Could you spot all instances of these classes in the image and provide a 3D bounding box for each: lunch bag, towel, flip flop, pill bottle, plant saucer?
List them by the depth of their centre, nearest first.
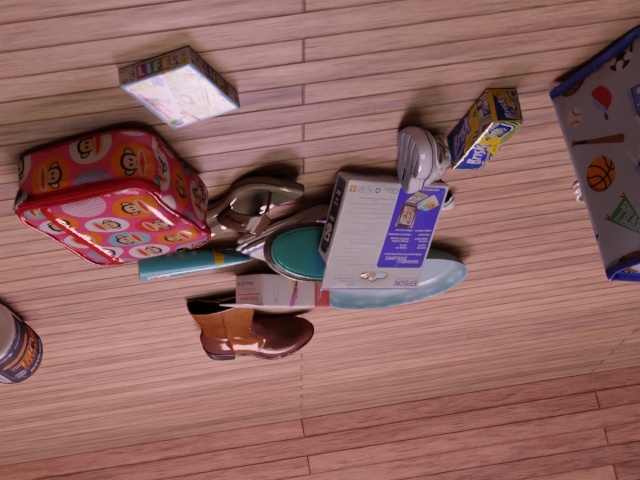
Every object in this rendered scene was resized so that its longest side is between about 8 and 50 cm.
[{"bbox_3d":[0.578,-0.112,1.680,0.385,0.328,0.239,7,153,-35],"label":"lunch bag"},{"bbox_3d":[-0.325,-0.057,1.724,0.258,0.120,0.293,-11,159,14],"label":"lunch bag"},{"bbox_3d":[-0.133,-0.038,1.902,0.277,0.080,0.112,-24,156,35],"label":"flip flop"},{"bbox_3d":[0.000,0.000,2.145,0.209,0.034,0.285,-22,159,26],"label":"towel"},{"bbox_3d":[-0.637,0.213,2.286,0.130,0.130,0.246,-10,161,1],"label":"pill bottle"},{"bbox_3d":[0.153,0.078,2.418,0.317,0.044,0.317,-8,160,-3],"label":"plant saucer"}]

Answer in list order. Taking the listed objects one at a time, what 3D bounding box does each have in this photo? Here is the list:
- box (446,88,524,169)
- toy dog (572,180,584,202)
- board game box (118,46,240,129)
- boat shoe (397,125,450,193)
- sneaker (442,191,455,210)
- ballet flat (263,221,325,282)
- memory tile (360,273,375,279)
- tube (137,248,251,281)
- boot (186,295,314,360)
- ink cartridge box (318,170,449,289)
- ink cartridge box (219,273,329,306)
[{"bbox_3d":[0.252,-0.168,1.756,0.054,0.059,0.169,-1,159,-16],"label":"box"},{"bbox_3d":[0.636,-0.074,2.049,0.333,0.161,0.220,-8,160,-5],"label":"toy dog"},{"bbox_3d":[-0.185,-0.200,1.511,0.103,0.026,0.154,-16,160,16],"label":"board game box"},{"bbox_3d":[0.167,-0.137,1.800,0.075,0.083,0.226,-20,172,-5],"label":"boat shoe"},{"bbox_3d":[0.202,-0.070,2.059,0.083,0.032,0.037,-14,147,-1],"label":"sneaker"},{"bbox_3d":[0.021,0.017,2.016,0.316,0.108,0.106,1,-176,-31],"label":"ballet flat"},{"bbox_3d":[0.050,0.061,2.250,0.148,0.012,0.113,12,149,-36],"label":"memory tile"},{"bbox_3d":[-0.235,0.039,2.108,0.207,0.052,0.080,-6,-160,-11],"label":"tube"},{"bbox_3d":[-0.148,0.171,2.516,0.264,0.096,0.280,-2,153,0],"label":"boot"},{"bbox_3d":[0.102,-0.014,1.957,0.206,0.045,0.208,2,114,-30],"label":"ink cartridge box"},{"bbox_3d":[-0.093,0.103,2.291,0.198,0.067,0.115,3,174,-34],"label":"ink cartridge box"}]
